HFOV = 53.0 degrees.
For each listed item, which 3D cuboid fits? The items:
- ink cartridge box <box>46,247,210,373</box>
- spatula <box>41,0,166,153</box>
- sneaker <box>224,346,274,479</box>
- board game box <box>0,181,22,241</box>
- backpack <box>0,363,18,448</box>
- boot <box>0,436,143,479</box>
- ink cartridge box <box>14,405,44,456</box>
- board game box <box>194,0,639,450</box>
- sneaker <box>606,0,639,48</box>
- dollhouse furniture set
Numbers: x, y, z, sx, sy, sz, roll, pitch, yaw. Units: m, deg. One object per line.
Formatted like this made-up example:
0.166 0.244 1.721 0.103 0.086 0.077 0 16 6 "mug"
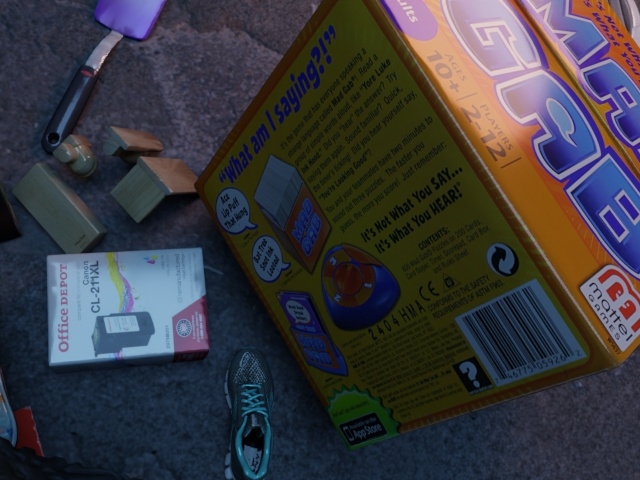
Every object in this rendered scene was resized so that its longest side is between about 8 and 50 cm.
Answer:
-0.225 0.081 0.750 0.175 0.072 0.128 -3 74 -17 "ink cartridge box"
-0.297 -0.243 0.858 0.084 0.030 0.297 23 68 -7 "spatula"
-0.077 0.206 0.751 0.064 0.076 0.167 1 72 -17 "sneaker"
-0.405 -0.066 0.649 0.136 0.260 0.030 -17 60 -20 "board game box"
-0.423 0.150 0.574 0.253 0.191 0.225 -13 63 -31 "backpack"
-0.337 0.367 0.454 0.367 0.146 0.445 36 81 -34 "boot"
-0.377 0.271 0.662 0.179 0.045 0.146 -18 79 -18 "ink cartridge box"
0.148 -0.048 0.700 0.356 0.356 0.356 -26 81 -39 "board game box"
0.524 -0.296 1.090 0.091 0.094 0.258 6 75 -33 "sneaker"
-0.260 -0.064 0.812 0.151 0.123 0.144 -43 87 12 "dollhouse furniture set"
